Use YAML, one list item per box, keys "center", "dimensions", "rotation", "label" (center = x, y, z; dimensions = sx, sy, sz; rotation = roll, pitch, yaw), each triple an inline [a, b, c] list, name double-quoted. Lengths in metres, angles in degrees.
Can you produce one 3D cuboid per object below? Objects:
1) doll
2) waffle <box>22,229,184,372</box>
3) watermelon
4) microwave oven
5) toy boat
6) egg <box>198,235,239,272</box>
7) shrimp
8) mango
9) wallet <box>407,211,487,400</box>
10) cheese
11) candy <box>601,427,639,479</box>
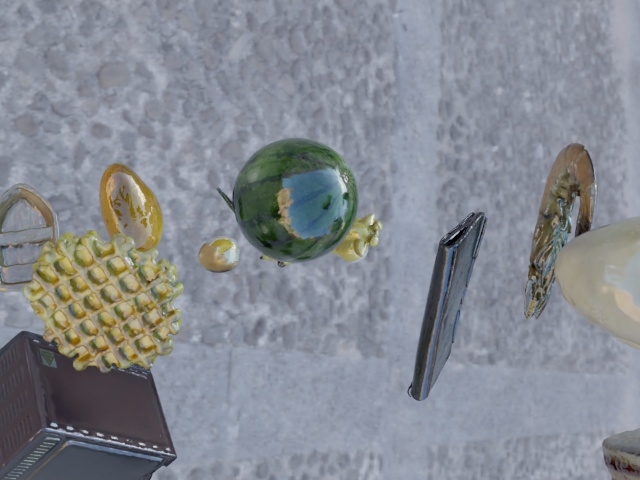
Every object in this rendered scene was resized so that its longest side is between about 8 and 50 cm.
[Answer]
- center: [0.000, 0.000, 1.771]
  dimensions: [0.086, 0.291, 0.117]
  rotation: [47, 46, -45]
  label: "doll"
- center: [-0.245, 0.071, 0.966]
  dimensions: [0.038, 0.191, 0.191]
  rotation: [-87, 156, -65]
  label: "waffle"
- center: [-0.046, -0.055, 1.258]
  dimensions: [0.188, 0.215, 0.188]
  rotation: [31, 48, -41]
  label: "watermelon"
- center: [-0.358, 0.258, 1.176]
  dimensions: [0.247, 0.178, 0.188]
  rotation: [29, 23, -47]
  label: "microwave oven"
- center: [-0.507, -0.003, 1.455]
  dimensions: [0.116, 0.061, 0.188]
  rotation: [-7, 78, -11]
  label: "toy boat"
- center: [-0.197, 0.027, 1.624]
  dimensions: [0.071, 0.083, 0.071]
  rotation: [-5, 90, -74]
  label: "egg"
- center: [0.374, -0.004, 1.306]
  dimensions: [0.169, 0.058, 0.295]
  rotation: [-105, -158, -77]
  label: "shrimp"
- center: [-0.417, -0.067, 1.844]
  dimensions: [0.147, 0.109, 0.227]
  rotation: [-45, 132, -47]
  label: "mango"
- center: [0.216, 0.107, 1.444]
  dimensions: [0.172, 0.045, 0.318]
  rotation: [-42, 146, -51]
  label: "wallet"
- center: [0.473, 0.004, 0.914]
  dimensions: [0.328, 0.351, 0.129]
  rotation: [-59, 156, 0]
  label: "cheese"
- center: [0.630, 0.342, 1.342]
  dimensions: [0.321, 0.179, 0.135]
  rotation: [-16, 82, -11]
  label: "candy"
